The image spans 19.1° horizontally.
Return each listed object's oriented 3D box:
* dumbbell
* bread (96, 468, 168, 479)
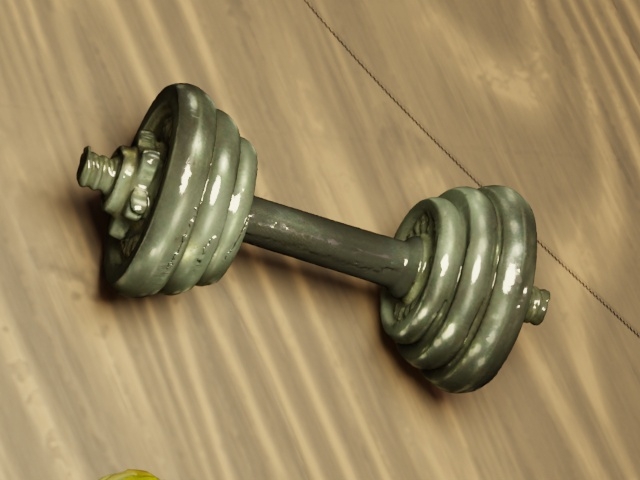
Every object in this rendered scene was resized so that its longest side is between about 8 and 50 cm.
[{"bbox_3d":[0.000,0.000,1.522,0.406,0.179,0.179,17,65,-18],"label":"dumbbell"},{"bbox_3d":[-0.113,0.234,1.432,0.083,0.094,0.157,-38,82,-27],"label":"bread"}]
